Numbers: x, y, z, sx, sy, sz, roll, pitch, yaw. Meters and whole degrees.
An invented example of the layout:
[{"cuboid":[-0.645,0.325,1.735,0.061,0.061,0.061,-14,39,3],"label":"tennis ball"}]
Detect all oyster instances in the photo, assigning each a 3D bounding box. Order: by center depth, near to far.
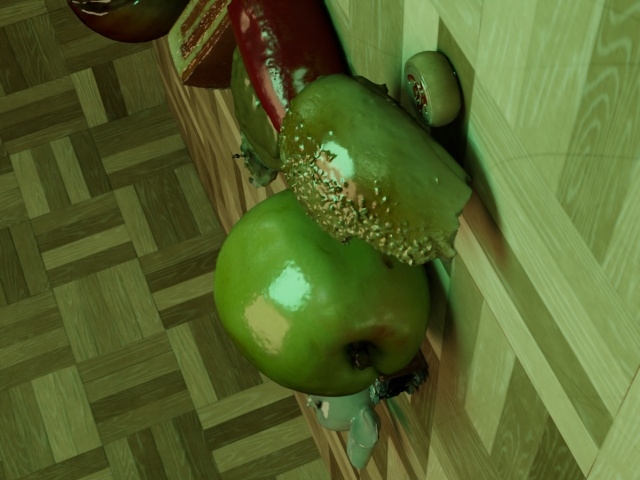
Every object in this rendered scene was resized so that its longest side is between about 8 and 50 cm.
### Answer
[{"cuboid":[-0.116,-0.214,2.258,0.354,0.107,0.201,53,-145,-83],"label":"oyster"}]

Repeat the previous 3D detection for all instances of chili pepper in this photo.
[{"cuboid":[-0.023,-0.212,1.597,0.131,0.134,0.338,-22,84,58],"label":"chili pepper"}]

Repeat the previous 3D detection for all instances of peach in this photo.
[{"cuboid":[-0.004,0.074,1.586,0.315,0.281,0.314,50,164,26],"label":"peach"}]

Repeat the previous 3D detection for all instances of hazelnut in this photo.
[{"cuboid":[-0.420,-0.627,2.354,0.409,0.359,0.359,58,167,17],"label":"hazelnut"}]

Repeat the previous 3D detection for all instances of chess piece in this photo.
[{"cuboid":[0.121,-0.164,1.202,0.083,0.038,0.083,158,90,-79],"label":"chess piece"}]

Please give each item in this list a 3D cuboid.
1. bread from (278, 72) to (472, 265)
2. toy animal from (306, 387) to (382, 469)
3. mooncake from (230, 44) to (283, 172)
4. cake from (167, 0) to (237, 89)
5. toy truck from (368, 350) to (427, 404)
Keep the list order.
[{"cuboid":[0.042,-0.093,1.285,0.192,0.171,0.314,48,180,-31],"label":"bread"},{"cuboid":[0.040,0.276,2.194,0.325,0.154,0.208,58,160,24],"label":"toy animal"},{"cuboid":[-0.068,-0.222,1.780,0.235,0.117,0.235,42,143,43],"label":"mooncake"},{"cuboid":[-0.223,-0.427,2.181,0.262,0.159,0.158,90,161,-59],"label":"cake"},{"cuboid":[0.113,0.201,1.852,0.178,0.080,0.115,102,151,-70],"label":"toy truck"}]
